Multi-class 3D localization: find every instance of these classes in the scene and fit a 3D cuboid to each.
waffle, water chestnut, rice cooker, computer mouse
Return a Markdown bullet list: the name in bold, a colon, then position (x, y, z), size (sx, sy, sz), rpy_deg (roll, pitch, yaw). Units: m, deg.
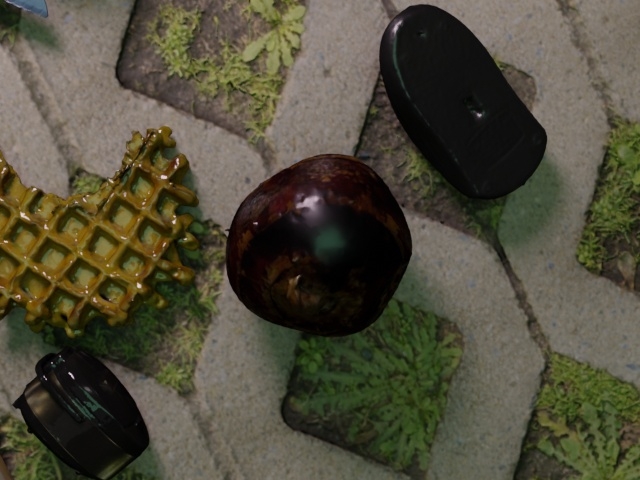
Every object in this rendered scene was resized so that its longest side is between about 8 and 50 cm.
- **waffle**: position (-0.293, -0.010, 1.029), size (0.293, 0.069, 0.259), rpy_deg (-7, 92, -6)
- **water chestnut**: position (0.000, 0.000, 1.012), size (0.224, 0.238, 0.223), rpy_deg (-8, 134, -9)
- **rice cooker**: position (-0.282, 0.207, 1.015), size (0.165, 0.112, 0.106), rpy_deg (42, 93, -6)
- **computer mouse**: position (0.167, -0.172, 1.070), size (0.137, 0.086, 0.269), rpy_deg (-43, 105, -9)

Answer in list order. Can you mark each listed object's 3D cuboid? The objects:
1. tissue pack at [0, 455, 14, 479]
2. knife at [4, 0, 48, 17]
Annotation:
- **tissue pack**: position (-0.446, 0.348, 1.011), size (0.186, 0.090, 0.222), rpy_deg (-28, 96, -8)
- **knife**: position (-0.453, -0.349, 0.984), size (0.313, 0.019, 0.044), rpy_deg (29, 96, -7)
